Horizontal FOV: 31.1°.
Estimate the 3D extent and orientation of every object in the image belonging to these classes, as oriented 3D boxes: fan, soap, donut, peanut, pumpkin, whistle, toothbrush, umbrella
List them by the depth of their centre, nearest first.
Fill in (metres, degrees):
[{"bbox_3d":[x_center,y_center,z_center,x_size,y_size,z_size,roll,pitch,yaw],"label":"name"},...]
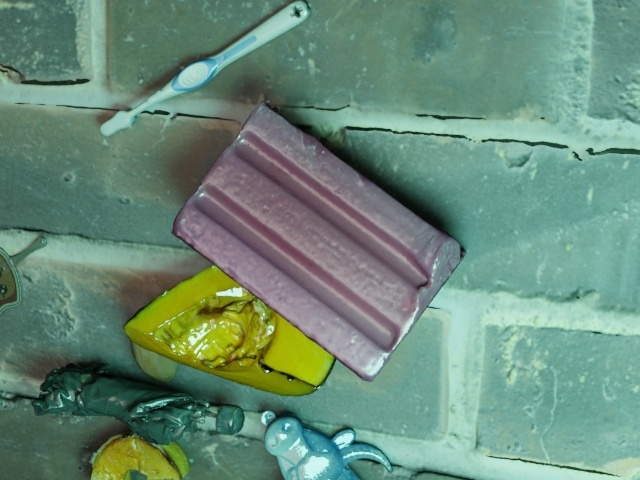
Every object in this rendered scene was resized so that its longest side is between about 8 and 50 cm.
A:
[{"bbox_3d":[0.000,0.000,1.616,0.359,0.128,0.233,37,93,9],"label":"soap"},{"bbox_3d":[-0.178,-0.250,1.703,0.386,0.040,0.040,-28,92,23],"label":"toothbrush"},{"bbox_3d":[-0.123,0.123,1.739,0.312,0.148,0.169,17,69,0],"label":"pumpkin"},{"bbox_3d":[0.005,0.360,1.749,0.269,0.093,0.180,45,88,4],"label":"whistle"},{"bbox_3d":[-0.282,0.263,1.798,0.348,0.143,0.094,8,111,19],"label":"umbrella"},{"bbox_3d":[-0.260,0.163,1.809,0.076,0.076,0.152,12,127,17],"label":"peanut"},{"bbox_3d":[-0.298,0.374,1.875,0.146,0.078,0.181,40,119,8],"label":"donut"},{"bbox_3d":[-0.533,0.049,1.919,0.220,0.009,0.132,-31,93,25],"label":"fan"}]
